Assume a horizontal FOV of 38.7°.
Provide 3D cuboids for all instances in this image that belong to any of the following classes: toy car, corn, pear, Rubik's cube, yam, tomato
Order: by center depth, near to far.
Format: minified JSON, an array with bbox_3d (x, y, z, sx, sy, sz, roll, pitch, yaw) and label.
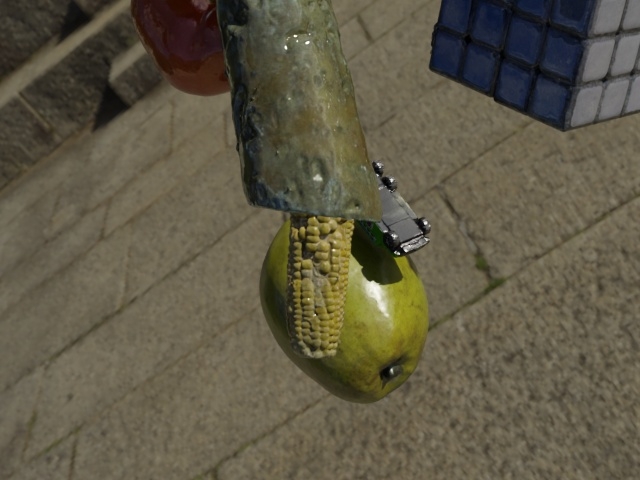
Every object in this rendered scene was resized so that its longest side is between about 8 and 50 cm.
[{"bbox_3d":[-0.035,-0.166,0.883,0.133,0.330,0.133,-12,0,0],"label":"yam"},{"bbox_3d":[0.000,0.000,1.111,0.086,0.086,0.288,7,92,55],"label":"corn"},{"bbox_3d":[0.085,-0.041,1.284,0.071,0.062,0.165,-23,61,-25],"label":"toy car"},{"bbox_3d":[-0.157,-0.339,1.379,0.260,0.259,0.180,-51,-5,-21],"label":"tomato"},{"bbox_3d":[0.038,0.094,1.380,0.253,0.253,0.307,-39,50,2],"label":"pear"},{"bbox_3d":[0.448,-0.425,1.649,0.343,0.345,0.337,-16,37,-37],"label":"Rubik's cube"}]
